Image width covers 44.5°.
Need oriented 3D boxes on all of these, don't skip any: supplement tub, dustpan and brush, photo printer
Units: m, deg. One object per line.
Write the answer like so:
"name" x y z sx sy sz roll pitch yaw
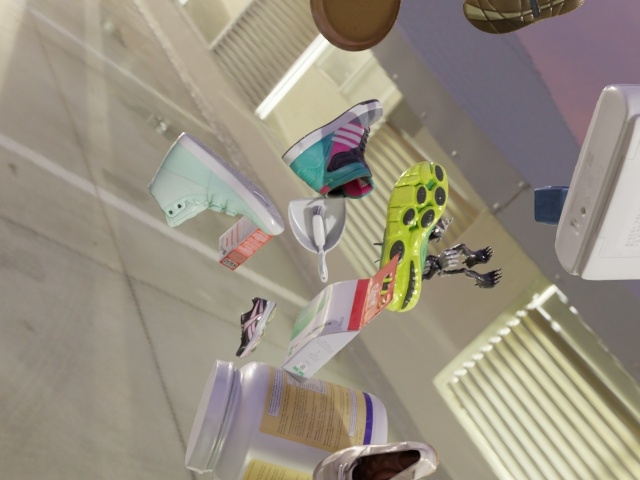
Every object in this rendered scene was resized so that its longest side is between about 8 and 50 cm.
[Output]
"supplement tub" -0.065 0.366 1.463 0.331 0.241 0.241 18 17 -9
"dustpan and brush" 0.000 0.000 1.965 0.060 0.147 0.211 -80 164 -65
"photo printer" 0.476 -0.070 0.981 0.307 0.256 0.107 -1 36 -9

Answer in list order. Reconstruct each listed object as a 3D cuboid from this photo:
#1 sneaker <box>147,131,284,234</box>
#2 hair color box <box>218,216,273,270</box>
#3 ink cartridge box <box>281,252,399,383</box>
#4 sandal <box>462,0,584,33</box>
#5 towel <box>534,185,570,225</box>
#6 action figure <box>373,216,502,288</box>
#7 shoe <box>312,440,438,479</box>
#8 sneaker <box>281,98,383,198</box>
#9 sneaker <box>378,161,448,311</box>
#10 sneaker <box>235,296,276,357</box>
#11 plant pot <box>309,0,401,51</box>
"sneaker" -0.195 -0.061 1.428 0.256 0.151 0.094 40 9 5
"hair color box" -0.183 -0.011 1.955 0.053 0.167 0.093 35 30 -32
"ink cartridge box" 0.035 0.115 1.316 0.056 0.225 0.181 38 24 -9
"sandal" 0.307 -0.361 1.181 0.049 0.180 0.072 -72 148 -55
"towel" 0.412 -0.057 1.308 0.029 0.067 0.119 -2 6 -36
"action figure" 0.263 0.027 1.743 0.275 0.141 0.164 11 49 -17
"shoe" 0.078 0.362 1.252 0.058 0.218 0.077 25 50 -62
"sneaker" 0.073 -0.187 1.734 0.178 0.295 0.124 53 -32 2
"sneaker" 0.166 -0.012 1.520 0.109 0.296 0.123 15 5 -3
"sneaker" -0.190 0.236 2.141 0.077 0.178 0.072 27 -12 11
"plant pot" 0.081 -0.538 1.728 0.236 0.236 0.032 47 33 14
